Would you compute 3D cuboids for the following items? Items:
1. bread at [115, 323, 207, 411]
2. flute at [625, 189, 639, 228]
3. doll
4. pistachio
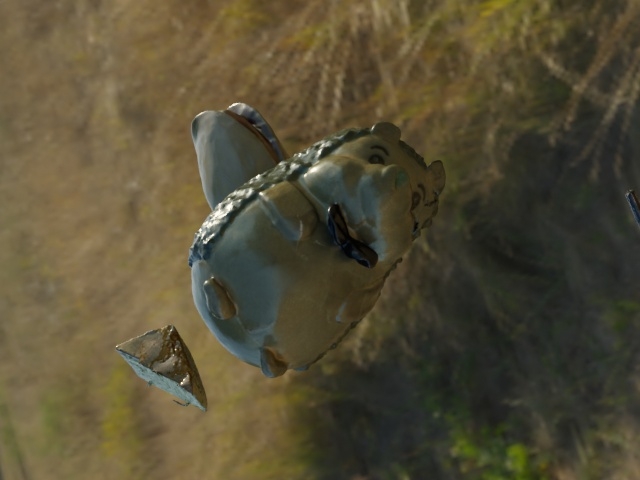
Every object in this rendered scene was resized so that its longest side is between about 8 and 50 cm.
[{"bbox_3d":[-0.188,0.173,1.738,0.084,0.080,0.109,62,-177,-51],"label":"bread"},{"bbox_3d":[0.372,0.070,1.471,0.269,0.014,0.014,64,168,-9],"label":"flute"},{"bbox_3d":[0.000,0.000,1.781,0.247,0.349,0.247,41,162,16],"label":"doll"},{"bbox_3d":[-0.099,-0.091,1.999,0.215,0.144,0.144,63,166,5],"label":"pistachio"}]
